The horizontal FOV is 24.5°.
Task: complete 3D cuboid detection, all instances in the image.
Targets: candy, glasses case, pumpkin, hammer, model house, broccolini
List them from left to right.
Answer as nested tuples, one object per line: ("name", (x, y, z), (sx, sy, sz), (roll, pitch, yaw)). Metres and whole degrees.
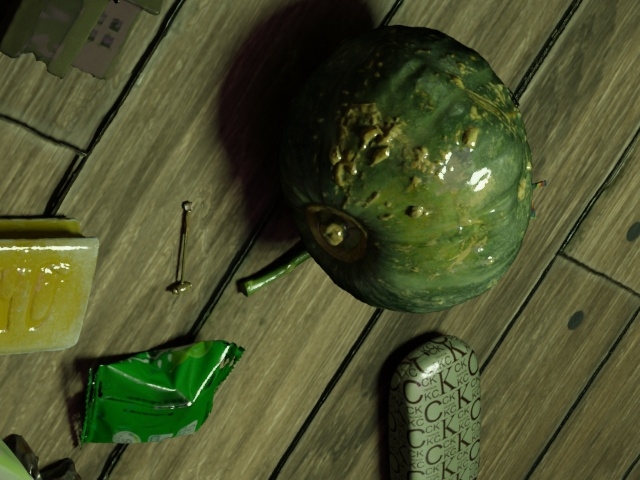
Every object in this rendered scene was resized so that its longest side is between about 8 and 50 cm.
("model house", (-0.222, -0.290, 1.310), (0.211, 0.204, 0.243), (21, 108, -35))
("candy", (-0.193, 0.188, 1.784), (0.203, 0.078, 0.141), (-11, 124, -30))
("hammer", (-0.159, 0.010, 1.734), (0.029, 0.014, 0.123), (-20, 129, -42))
("broccolini", (0.000, 0.000, 1.854), (0.239, 0.051, 0.054), (-30, 141, -13))
("pumpkin", (0.101, -0.084, 1.695), (0.257, 0.291, 0.328), (-45, 150, -30))
("glasses case", (0.169, 0.290, 2.164), (0.137, 0.085, 0.355), (-25, 133, -25))

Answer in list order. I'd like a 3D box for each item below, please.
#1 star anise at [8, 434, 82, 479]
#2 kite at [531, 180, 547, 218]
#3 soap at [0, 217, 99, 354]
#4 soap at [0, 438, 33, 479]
("star anise", (-0.372, 0.355, 1.724), (0.236, 0.109, 0.223), (-20, 134, -33))
("kite", (0.287, -0.068, 2.079), (0.090, 0.004, 0.122), (-26, 133, -25))
("soap", (-0.357, 0.049, 1.543), (0.232, 0.073, 0.140), (-1, 114, -40))
("soap", (-0.429, 0.214, 1.512), (0.138, 0.182, 0.199), (-47, 139, -5))
